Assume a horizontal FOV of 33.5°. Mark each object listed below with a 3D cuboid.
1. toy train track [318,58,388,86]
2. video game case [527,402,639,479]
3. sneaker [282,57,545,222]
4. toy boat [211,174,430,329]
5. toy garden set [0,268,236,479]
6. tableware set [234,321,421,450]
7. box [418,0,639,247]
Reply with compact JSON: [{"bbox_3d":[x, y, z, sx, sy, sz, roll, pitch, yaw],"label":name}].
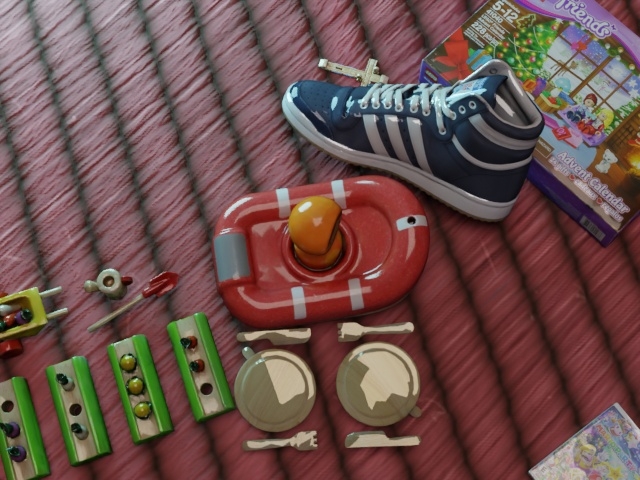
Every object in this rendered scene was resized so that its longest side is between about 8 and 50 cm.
[{"bbox_3d":[0.039,-0.198,1.243,0.083,0.014,0.048,15,72,5],"label":"toy train track"},{"bbox_3d":[0.289,0.238,1.098,0.122,0.011,0.087,-35,75,-11],"label":"video game case"},{"bbox_3d":[0.103,-0.142,1.140,0.282,0.153,0.099,26,45,5],"label":"sneaker"},{"bbox_3d":[0.000,0.000,1.103,0.231,0.151,0.151,-9,72,-3],"label":"toy boat"},{"bbox_3d":[-0.237,0.119,1.106,0.244,0.049,0.204,-20,71,-2],"label":"toy garden set"},{"bbox_3d":[0.007,0.152,1.113,0.194,0.039,0.128,-3,83,5],"label":"tableware set"},{"bbox_3d":[0.285,-0.163,1.209,0.293,0.057,0.201,43,76,13],"label":"box"}]
